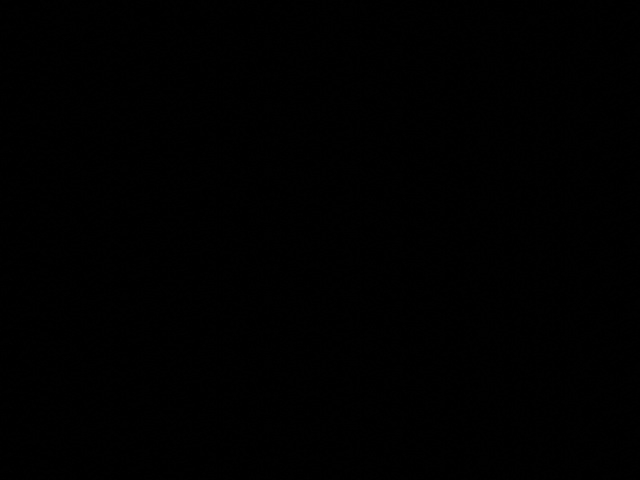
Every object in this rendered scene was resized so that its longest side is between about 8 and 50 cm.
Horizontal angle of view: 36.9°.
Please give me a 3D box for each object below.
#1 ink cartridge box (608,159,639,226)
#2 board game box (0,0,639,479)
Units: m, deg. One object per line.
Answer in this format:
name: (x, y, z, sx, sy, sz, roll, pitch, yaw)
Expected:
ink cartridge box: (0.184, -0.108, 0.478, 0.223, 0.129, 0.307, 122, 163, -49)
board game box: (0.059, 0.065, 0.186, 0.356, 0.357, 0.356, 122, 162, -45)
